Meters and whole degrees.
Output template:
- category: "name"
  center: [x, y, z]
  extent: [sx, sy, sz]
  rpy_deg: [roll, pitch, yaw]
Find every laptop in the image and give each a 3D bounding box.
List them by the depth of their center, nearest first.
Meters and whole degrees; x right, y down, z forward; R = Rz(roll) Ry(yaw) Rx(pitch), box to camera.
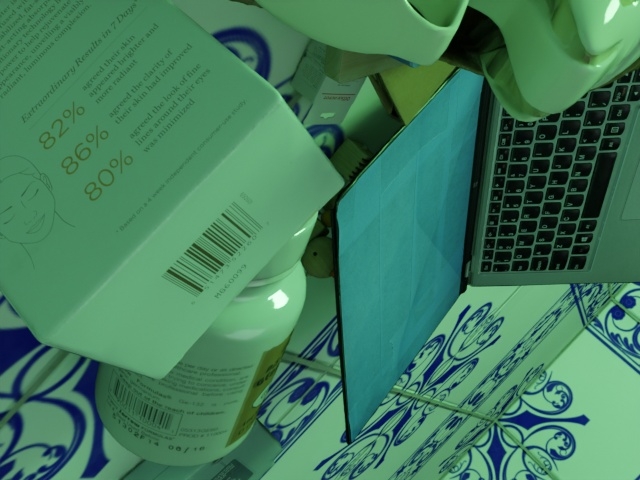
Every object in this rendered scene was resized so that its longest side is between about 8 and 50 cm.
- category: "laptop"
  center: [0.222, 0.006, 0.804]
  extent: [0.408, 0.236, 0.382]
  rpy_deg: [-1, 139, 3]

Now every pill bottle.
- category: "pill bottle"
  center: [-0.082, 0.047, 0.586]
  extent: [0.131, 0.131, 0.229]
  rpy_deg: [-22, 146, -41]

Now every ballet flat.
- category: "ballet flat"
  center: [0.059, -0.121, 0.372]
  extent: [0.343, 0.124, 0.116]
  rpy_deg: [12, 138, -21]

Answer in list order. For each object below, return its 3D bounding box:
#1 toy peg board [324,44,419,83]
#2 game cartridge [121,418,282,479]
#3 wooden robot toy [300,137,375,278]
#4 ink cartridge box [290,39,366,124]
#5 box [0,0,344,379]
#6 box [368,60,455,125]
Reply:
- category: "toy peg board"
  center: [0.094, -0.176, 0.496]
  extent: [0.161, 0.079, 0.160]
  rpy_deg: [-25, 137, -37]
- category: "game cartridge"
  center: [-0.178, 0.306, 0.925]
  extent: [0.294, 0.060, 0.196]
  rpy_deg: [-41, 158, -11]
- category: "wooden robot toy"
  center: [0.000, 0.000, 0.706]
  extent: [0.173, 0.079, 0.076]
  rpy_deg: [-46, 155, 2]
- category: "ink cartridge box"
  center: [0.011, -0.126, 0.591]
  extent: [0.048, 0.028, 0.083]
  rpy_deg: [-9, 136, -49]
- category: "box"
  center: [-0.099, -0.046, 0.371]
  extent: [0.130, 0.170, 0.091]
  rpy_deg: [-46, 154, 0]
- category: "box"
  center: [0.094, -0.199, 0.570]
  extent: [0.201, 0.021, 0.164]
  rpy_deg: [-51, 148, -6]
